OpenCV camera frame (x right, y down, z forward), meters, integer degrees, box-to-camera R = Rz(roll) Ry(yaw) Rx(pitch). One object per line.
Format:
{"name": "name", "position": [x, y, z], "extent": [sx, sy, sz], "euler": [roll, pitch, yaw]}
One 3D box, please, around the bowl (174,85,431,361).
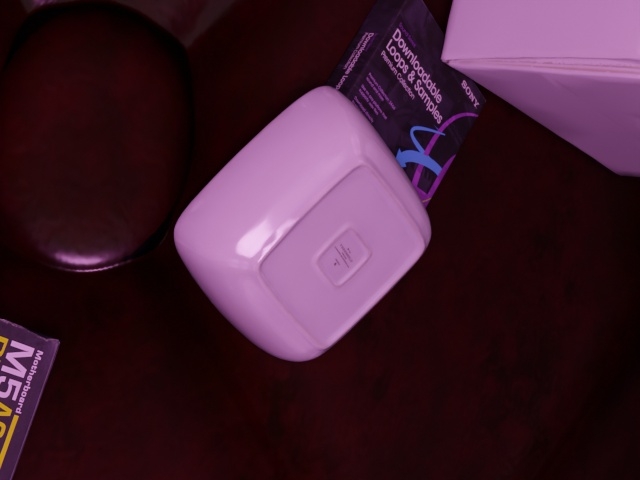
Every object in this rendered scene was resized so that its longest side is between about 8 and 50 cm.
{"name": "bowl", "position": [0.000, 0.000, 0.892], "extent": [0.142, 0.053, 0.142], "euler": [-44, 133, -8]}

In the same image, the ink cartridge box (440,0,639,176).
{"name": "ink cartridge box", "position": [0.251, -0.256, 1.057], "extent": [0.279, 0.160, 0.385], "euler": [22, 77, -50]}

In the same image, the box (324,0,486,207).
{"name": "box", "position": [0.040, -0.066, 0.973], "extent": [0.116, 0.029, 0.162], "euler": [50, 60, -42]}

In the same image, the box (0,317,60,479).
{"name": "box", "position": [-0.251, 0.136, 0.662], "extent": [0.216, 0.060, 0.270], "euler": [28, 77, -48]}
